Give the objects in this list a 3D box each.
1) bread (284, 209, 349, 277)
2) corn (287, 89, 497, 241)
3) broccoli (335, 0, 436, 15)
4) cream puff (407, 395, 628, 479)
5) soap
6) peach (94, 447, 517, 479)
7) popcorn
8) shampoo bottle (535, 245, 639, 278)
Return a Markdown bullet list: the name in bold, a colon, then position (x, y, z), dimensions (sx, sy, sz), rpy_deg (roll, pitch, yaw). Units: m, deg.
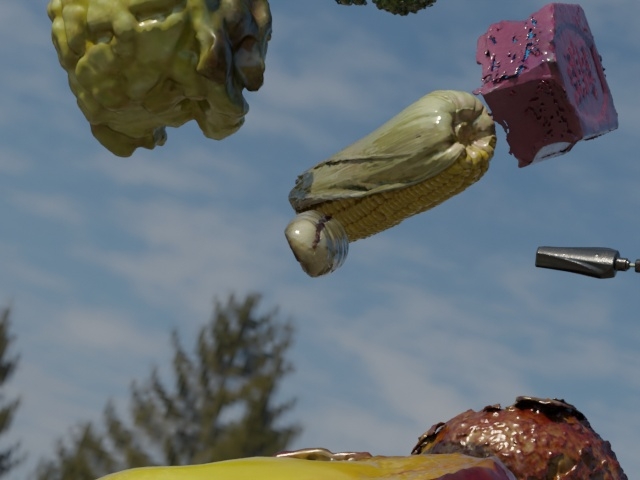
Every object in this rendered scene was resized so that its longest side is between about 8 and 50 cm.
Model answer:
- **bread**: position (-0.001, 0.000, 1.799), dimensions (0.073, 0.053, 0.214), rpy_deg (61, 5, 2)
- **corn**: position (0.078, -0.082, 2.006), dimensions (0.122, 0.123, 0.305), rpy_deg (23, -31, -31)
- **broccoli**: position (0.111, -0.458, 2.500), dimensions (0.288, 0.235, 0.260), rpy_deg (-29, -78, 26)
- **cream puff**: position (0.252, 0.374, 2.299), dimensions (0.350, 0.228, 0.350), rpy_deg (-8, -41, -7)
- **soap**: position (0.240, -0.167, 1.888), dimensions (0.099, 0.162, 0.250), rpy_deg (-17, 2, 22)
- **peach**: position (-0.011, 0.229, 1.206), dimensions (0.338, 0.281, 0.281), rpy_deg (31, -19, 2)
- **popcorn**: position (-0.175, -0.233, 1.993), dimensions (0.237, 0.293, 0.293), rpy_deg (-16, -32, 20)
- **shampoo bottle**: position (0.338, 0.026, 2.182), dimensions (0.137, 0.048, 0.027), rpy_deg (6, -41, 25)
